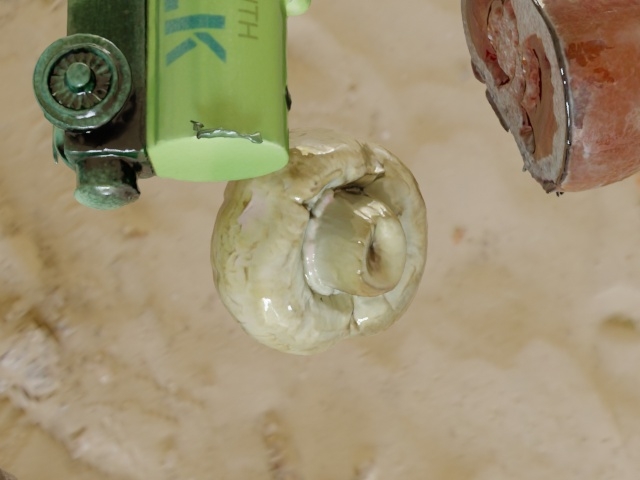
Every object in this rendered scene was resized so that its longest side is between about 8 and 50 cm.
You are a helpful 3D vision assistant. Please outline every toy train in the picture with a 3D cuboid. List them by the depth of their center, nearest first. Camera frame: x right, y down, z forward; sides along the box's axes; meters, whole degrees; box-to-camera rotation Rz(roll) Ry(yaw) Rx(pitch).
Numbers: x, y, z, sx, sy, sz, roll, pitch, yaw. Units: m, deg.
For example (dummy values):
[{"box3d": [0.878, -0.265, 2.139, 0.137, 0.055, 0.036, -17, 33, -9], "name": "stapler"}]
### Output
[{"box3d": [-0.084, -0.139, 1.134, 0.157, 0.105, 0.253, -2, 70, 3], "name": "toy train"}]

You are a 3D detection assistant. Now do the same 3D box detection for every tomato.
[{"box3d": [0.210, -0.151, 1.475, 0.155, 0.181, 0.214, -16, 55, -8], "name": "tomato"}]

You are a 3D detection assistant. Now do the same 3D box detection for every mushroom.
[{"box3d": [0.000, 0.000, 1.188, 0.148, 0.112, 0.148, -11, 105, -47], "name": "mushroom"}]

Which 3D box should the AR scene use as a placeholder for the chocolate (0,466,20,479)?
[{"box3d": [-0.287, 0.252, 1.709, 0.214, 0.148, 0.093, 33, 91, 29], "name": "chocolate"}]
